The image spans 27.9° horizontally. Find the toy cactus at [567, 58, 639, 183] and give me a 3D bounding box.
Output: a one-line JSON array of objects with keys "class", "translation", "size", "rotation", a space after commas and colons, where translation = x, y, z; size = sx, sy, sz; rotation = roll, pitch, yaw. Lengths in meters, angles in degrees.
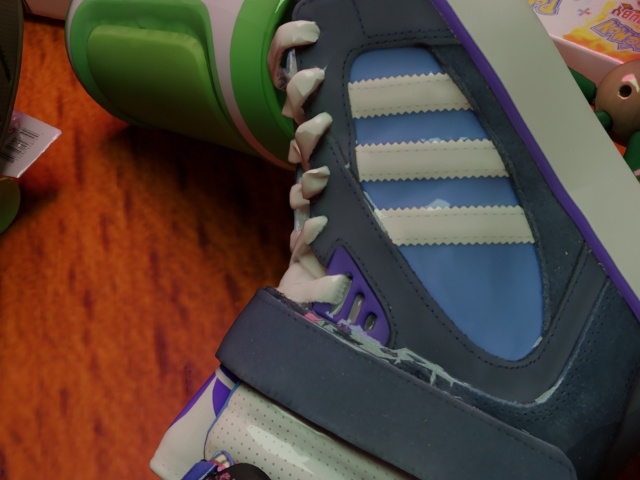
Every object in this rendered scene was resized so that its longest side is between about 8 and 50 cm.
[{"class": "toy cactus", "translation": [0.147, -0.051, 0.709], "size": [0.180, 0.112, 0.219], "rotation": [-26, 45, -20]}]

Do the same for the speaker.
[{"class": "speaker", "translation": [-0.054, -0.116, 0.772], "size": [0.131, 0.131, 0.296], "rotation": [-32, 25, -21]}]

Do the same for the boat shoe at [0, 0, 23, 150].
[{"class": "boat shoe", "translation": [-0.265, -0.045, 0.757], "size": [0.103, 0.113, 0.302], "rotation": [7, 62, 15]}]

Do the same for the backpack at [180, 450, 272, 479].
[{"class": "backpack", "translation": [-0.035, 0.185, 0.448], "size": [0.117, 0.158, 0.173], "rotation": [19, 61, 45]}]

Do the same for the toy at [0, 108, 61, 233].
[{"class": "toy", "translation": [-0.300, -0.055, 0.875], "size": [0.237, 0.056, 0.137], "rotation": [22, 59, 27]}]

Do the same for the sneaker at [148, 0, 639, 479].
[{"class": "sneaker", "translation": [0.000, 0.000, 0.559], "size": [0.236, 0.323, 0.130], "rotation": [-35, -2, -3]}]

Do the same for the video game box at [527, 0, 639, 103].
[{"class": "video game box", "translation": [0.211, -0.167, 0.870], "size": [0.187, 0.048, 0.205], "rotation": [-37, 45, -22]}]

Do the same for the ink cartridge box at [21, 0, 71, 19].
[{"class": "ink cartridge box", "translation": [-0.208, -0.336, 1.099], "size": [0.395, 0.166, 0.285], "rotation": [15, 48, 30]}]
